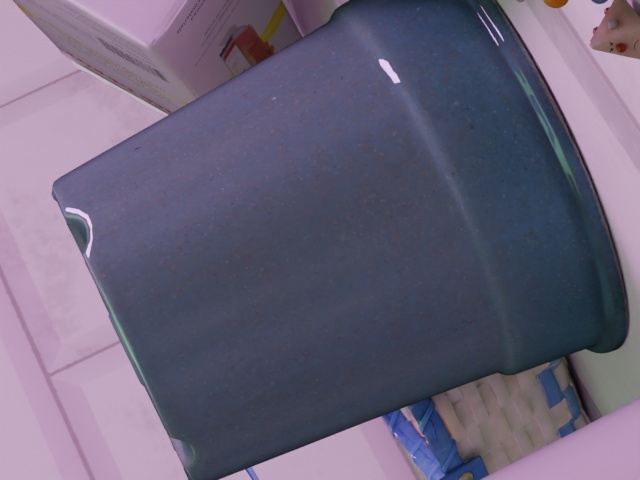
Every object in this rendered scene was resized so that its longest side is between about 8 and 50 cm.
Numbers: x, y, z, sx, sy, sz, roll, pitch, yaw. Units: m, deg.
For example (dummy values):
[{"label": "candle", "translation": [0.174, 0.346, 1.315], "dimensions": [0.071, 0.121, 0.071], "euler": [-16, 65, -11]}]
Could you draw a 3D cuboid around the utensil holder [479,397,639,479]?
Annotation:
[{"label": "utensil holder", "translation": [0.146, 0.293, 1.083], "dimensions": [0.327, 0.385, 0.327], "euler": [63, 174, 11]}]

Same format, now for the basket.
[{"label": "basket", "translation": [0.070, 0.158, 1.591], "dimensions": [0.255, 0.289, 0.201], "euler": [-124, 10, -58]}]

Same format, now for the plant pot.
[{"label": "plant pot", "translation": [0.000, 0.000, 1.364], "dimensions": [0.341, 0.334, 0.341], "euler": [63, 173, 15]}]

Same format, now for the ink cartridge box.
[{"label": "ink cartridge box", "translation": [-0.195, -0.267, 1.954], "dimensions": [0.279, 0.160, 0.385], "euler": [30, 173, 16]}]

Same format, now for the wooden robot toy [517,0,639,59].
[{"label": "wooden robot toy", "translation": [0.116, -0.157, 0.953], "dimensions": [0.173, 0.079, 0.076], "euler": [67, 173, -27]}]
